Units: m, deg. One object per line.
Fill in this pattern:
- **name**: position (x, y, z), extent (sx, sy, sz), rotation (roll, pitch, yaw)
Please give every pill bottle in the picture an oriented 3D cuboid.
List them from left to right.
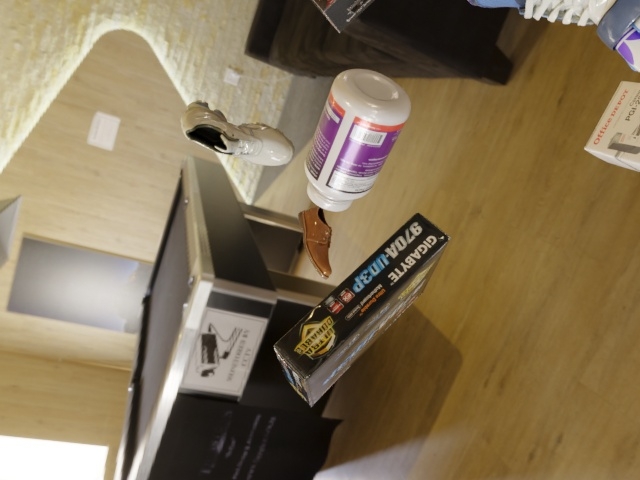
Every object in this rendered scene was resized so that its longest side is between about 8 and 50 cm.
- **pill bottle**: position (0.072, -0.224, 1.178), extent (0.322, 0.182, 0.181), rotation (115, 159, -44)

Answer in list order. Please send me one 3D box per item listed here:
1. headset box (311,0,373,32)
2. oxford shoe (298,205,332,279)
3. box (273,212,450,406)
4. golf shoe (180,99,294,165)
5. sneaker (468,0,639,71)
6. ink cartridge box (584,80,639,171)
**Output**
- **headset box**: position (0.020, -0.239, 0.462), extent (0.062, 0.032, 0.083), rotation (-40, 56, 14)
- **oxford shoe**: position (0.000, 0.000, 1.327), extent (0.076, 0.076, 0.212), rotation (-24, 66, 19)
- **box**: position (0.047, 0.087, 0.585), extent (0.220, 0.051, 0.175), rotation (-41, -20, -18)
- **golf shoe**: position (-0.123, -0.142, 0.742), extent (0.086, 0.176, 0.069), rotation (-99, 30, -54)
- **sneaker**: position (0.388, -0.341, 0.711), extent (0.130, 0.323, 0.236), rotation (39, -141, -72)
- **ink cartridge box**: position (0.657, -0.212, 0.967), extent (0.158, 0.092, 0.218), rotation (-66, 23, 14)
